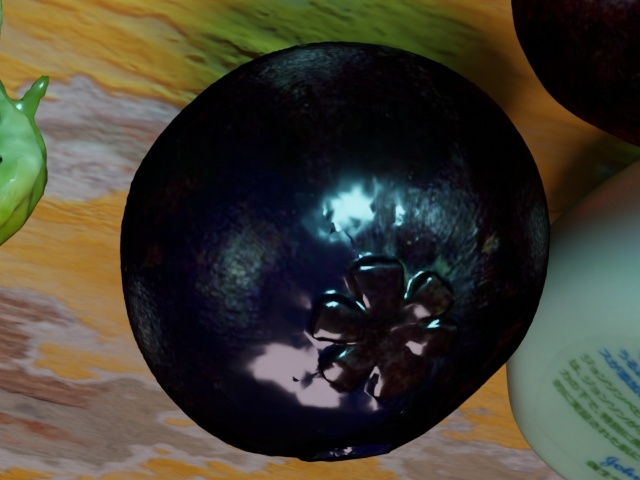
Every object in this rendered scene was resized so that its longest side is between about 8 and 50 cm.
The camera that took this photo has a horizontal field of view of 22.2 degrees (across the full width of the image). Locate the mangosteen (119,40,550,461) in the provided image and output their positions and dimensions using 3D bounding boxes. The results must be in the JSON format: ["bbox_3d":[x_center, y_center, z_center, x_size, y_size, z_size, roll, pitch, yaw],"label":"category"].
[{"bbox_3d":[0.000,0.000,0.747,0.194,0.194,0.230,16,-172,-17],"label":"mangosteen"}]

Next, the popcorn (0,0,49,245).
[{"bbox_3d":[-0.264,-0.055,0.565,0.312,0.312,0.312,7,155,3],"label":"popcorn"}]

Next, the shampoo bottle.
[{"bbox_3d":[0.228,0.020,0.725,0.222,0.151,0.349,26,153,-7],"label":"shampoo bottle"}]

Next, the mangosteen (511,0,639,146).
[{"bbox_3d":[0.136,-0.096,0.568,0.140,0.140,0.140,7,155,3],"label":"mangosteen"}]
